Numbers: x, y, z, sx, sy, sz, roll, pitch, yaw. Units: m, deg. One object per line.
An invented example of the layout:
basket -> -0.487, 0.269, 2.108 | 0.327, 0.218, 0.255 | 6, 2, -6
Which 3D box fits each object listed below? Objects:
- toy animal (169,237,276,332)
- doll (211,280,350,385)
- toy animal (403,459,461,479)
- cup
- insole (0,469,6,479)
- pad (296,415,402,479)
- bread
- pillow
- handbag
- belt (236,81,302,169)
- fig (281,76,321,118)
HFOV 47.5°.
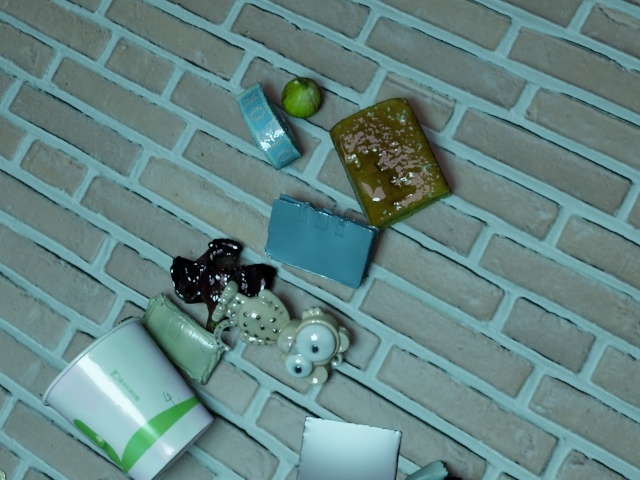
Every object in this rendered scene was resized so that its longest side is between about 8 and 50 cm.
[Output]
toy animal -> -0.206, 0.098, 1.533 | 0.218, 0.116, 0.179 | 4, 112, -6
doll -> -0.081, 0.182, 1.451 | 0.278, 0.119, 0.154 | 19, 108, 3
toy animal -> 0.213, 0.520, 1.343 | 0.138, 0.166, 0.179 | -13, 89, 37
cup -> -0.367, 0.327, 1.448 | 0.274, 0.253, 0.253 | 44, 90, 6
insole -> -0.748, 0.612, 1.575 | 0.081, 0.011, 0.248 | 19, 84, 13
pad -> 0.044, 0.514, 1.443 | 0.202, 0.005, 0.300 | 6, 81, 11
bread -> 0.139, -0.159, 1.489 | 0.184, 0.110, 0.234 | -25, 76, 5
pillow -> -0.298, 0.204, 1.530 | 0.208, 0.053, 0.119 | 38, 116, 15
handbag -> 0.000, 0.000, 1.480 | 0.221, 0.057, 0.144 | 22, 121, 14
belt -> -0.108, -0.230, 1.536 | 0.082, 0.147, 0.163 | -29, 48, 7
fig -> -0.032, -0.299, 1.526 | 0.093, 0.166, 0.093 | -2, 101, -13
